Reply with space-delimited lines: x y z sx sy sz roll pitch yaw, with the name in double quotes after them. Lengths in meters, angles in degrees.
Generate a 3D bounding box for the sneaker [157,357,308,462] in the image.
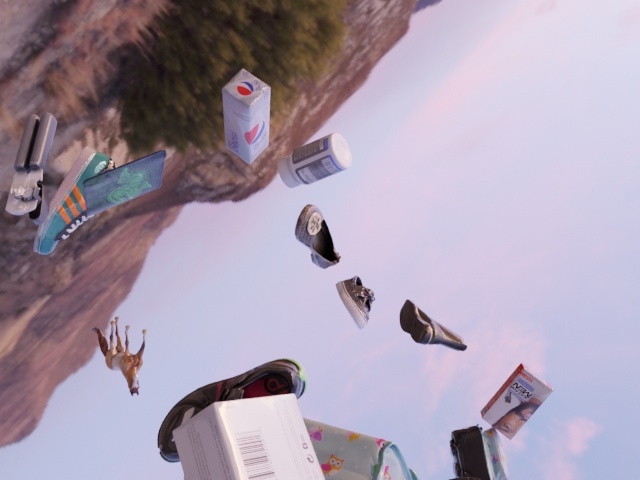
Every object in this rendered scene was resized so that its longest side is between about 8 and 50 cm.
-0.266 0.480 2.012 0.483 0.185 0.202 -31 173 -3 "sneaker"

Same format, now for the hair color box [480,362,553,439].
0.489 0.402 1.740 0.167 0.093 0.053 -54 177 10 "hair color box"

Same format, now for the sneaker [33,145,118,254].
-0.617 -0.084 1.774 0.302 0.121 0.108 -61 -166 -1 "sneaker"

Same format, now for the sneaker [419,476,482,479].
0.202 0.545 1.395 0.283 0.122 0.110 3 -139 11 "sneaker"

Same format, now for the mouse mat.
-0.353 -0.101 1.257 0.153 0.007 0.190 -26 173 -21 "mouse mat"

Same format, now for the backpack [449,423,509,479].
0.407 0.563 1.802 0.144 0.165 0.188 -13 160 2 "backpack"

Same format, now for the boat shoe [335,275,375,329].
0.093 0.140 1.679 0.076 0.080 0.228 -31 -166 2 "boat shoe"

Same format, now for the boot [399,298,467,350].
0.299 0.237 1.879 0.198 0.137 0.076 -111 -139 -63 "boot"

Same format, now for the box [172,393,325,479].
-0.107 0.350 1.084 0.119 0.181 0.182 -38 152 32 "box"

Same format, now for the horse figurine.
-0.554 0.313 1.945 0.066 0.174 0.263 0 -173 -44 "horse figurine"

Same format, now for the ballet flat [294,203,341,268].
0.000 0.000 1.481 0.084 0.058 0.250 -56 157 -17 "ballet flat"

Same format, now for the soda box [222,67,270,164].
-0.204 -0.336 1.927 0.091 0.098 0.286 -50 169 -23 "soda box"

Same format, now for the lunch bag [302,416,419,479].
0.052 0.451 1.262 0.223 0.262 0.160 5 -129 33 "lunch bag"

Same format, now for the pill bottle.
-0.013 -0.157 1.399 0.137 0.078 0.078 -19 -155 29 "pill bottle"

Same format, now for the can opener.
-0.670 -0.171 1.628 0.074 0.093 0.280 -5 -116 7 "can opener"
